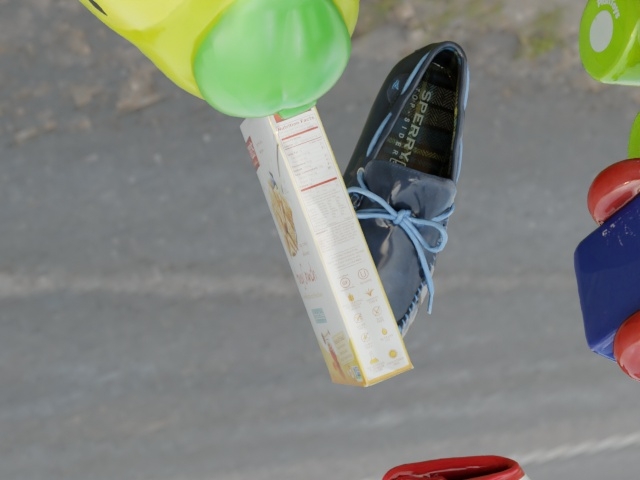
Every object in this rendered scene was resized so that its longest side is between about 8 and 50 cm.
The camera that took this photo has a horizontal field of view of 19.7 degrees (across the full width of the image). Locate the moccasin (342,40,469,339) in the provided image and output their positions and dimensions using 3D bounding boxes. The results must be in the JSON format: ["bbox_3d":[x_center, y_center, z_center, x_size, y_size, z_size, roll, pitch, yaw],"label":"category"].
[{"bbox_3d":[0.073,-0.055,1.878,0.138,0.342,0.117,13,160,-10],"label":"moccasin"}]

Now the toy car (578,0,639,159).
[{"bbox_3d":[0.240,-0.113,0.863,0.155,0.149,0.188,3,139,-25],"label":"toy car"}]

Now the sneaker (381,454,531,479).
[{"bbox_3d":[0.034,0.197,0.992,0.221,0.128,0.087,-38,-159,-19],"label":"sneaker"}]

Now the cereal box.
[{"bbox_3d":[0.000,0.000,1.505,0.047,0.240,0.173,-21,179,-9],"label":"cereal box"}]

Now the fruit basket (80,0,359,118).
[{"bbox_3d":[-0.106,-0.246,0.928,0.283,0.392,0.392,9,147,-36],"label":"fruit basket"}]

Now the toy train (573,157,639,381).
[{"bbox_3d":[0.235,-0.018,0.762,0.143,0.105,0.248,25,132,-28],"label":"toy train"}]
